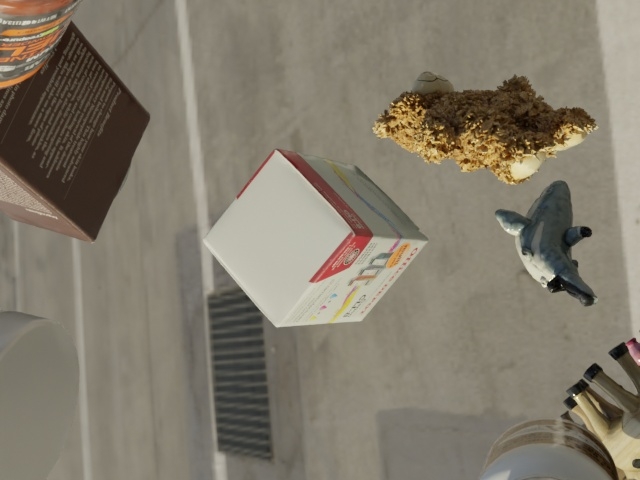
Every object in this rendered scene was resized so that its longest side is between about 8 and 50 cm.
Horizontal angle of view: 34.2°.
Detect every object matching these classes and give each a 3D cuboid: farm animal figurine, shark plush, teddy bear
[{"bbox_3d":[0.348,0.236,1.179,0.326,0.330,0.172,-48,70,24],"label":"farm animal figurine"},{"bbox_3d":[0.205,0.001,0.909,0.067,0.073,0.161,-37,16,16],"label":"shark plush"},{"bbox_3d":[0.227,-0.174,1.490,0.338,0.245,0.113,46,158,59],"label":"teddy bear"}]

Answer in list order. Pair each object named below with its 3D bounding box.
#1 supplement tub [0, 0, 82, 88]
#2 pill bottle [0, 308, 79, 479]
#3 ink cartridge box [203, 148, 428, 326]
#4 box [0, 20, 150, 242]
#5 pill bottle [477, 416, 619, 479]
[{"bbox_3d":[-0.201,-0.155,0.632,0.198,0.106,0.106,157,109,-63],"label":"supplement tub"},{"bbox_3d":[-0.370,0.101,0.813,0.188,0.334,0.187,10,-90,-74],"label":"pill bottle"},{"bbox_3d":[0.000,0.000,1.066,0.127,0.176,0.128,47,110,22],"label":"ink cartridge box"},{"bbox_3d":[-0.352,-0.164,1.174,0.381,0.143,0.191,55,-128,-61],"label":"box"},{"bbox_3d":[0.197,0.236,0.904,0.229,0.131,0.131,-4,-88,-76],"label":"pill bottle"}]
